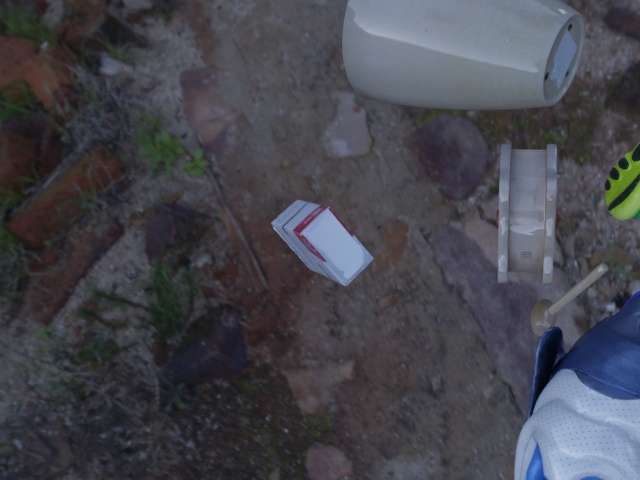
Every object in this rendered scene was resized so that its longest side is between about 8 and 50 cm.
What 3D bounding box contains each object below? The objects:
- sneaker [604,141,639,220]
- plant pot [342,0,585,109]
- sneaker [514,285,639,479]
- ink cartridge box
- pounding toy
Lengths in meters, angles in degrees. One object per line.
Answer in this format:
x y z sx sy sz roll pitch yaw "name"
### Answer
0.537 -0.129 1.268 0.124 0.295 0.109 10 55 -25 "sneaker"
0.216 -0.287 1.240 0.274 0.256 0.256 23 74 30 "plant pot"
0.230 0.200 0.698 0.130 0.322 0.236 26 54 38 "sneaker"
0.000 0.000 1.204 0.056 0.099 0.135 -44 19 -9 "ink cartridge box"
0.335 -0.010 1.288 0.155 0.269 0.154 2 28 13 "pounding toy"
